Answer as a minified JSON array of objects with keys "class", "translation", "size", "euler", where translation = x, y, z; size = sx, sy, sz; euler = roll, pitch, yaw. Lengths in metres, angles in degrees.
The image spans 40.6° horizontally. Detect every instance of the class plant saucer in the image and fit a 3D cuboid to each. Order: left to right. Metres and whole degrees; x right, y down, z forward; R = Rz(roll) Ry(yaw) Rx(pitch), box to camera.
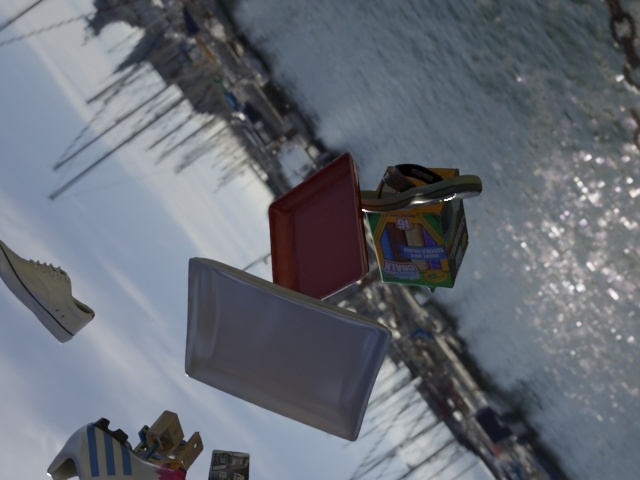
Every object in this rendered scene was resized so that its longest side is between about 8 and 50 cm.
[{"class":"plant saucer","translation":[0.000,0.000,1.647],"size":[0.048,0.259,0.258],"euler":[15,-122,-36]}]

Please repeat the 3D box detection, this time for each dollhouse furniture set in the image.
[{"class":"dollhouse furniture set","translation":[-0.393,0.485,2.163],"size":[0.129,0.129,0.183],"euler":[11,130,27]}]

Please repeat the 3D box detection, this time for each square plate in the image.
[{"class":"square plate","translation":[-0.067,0.186,1.491],"size":[0.347,0.049,0.344],"euler":[20,138,8]}]

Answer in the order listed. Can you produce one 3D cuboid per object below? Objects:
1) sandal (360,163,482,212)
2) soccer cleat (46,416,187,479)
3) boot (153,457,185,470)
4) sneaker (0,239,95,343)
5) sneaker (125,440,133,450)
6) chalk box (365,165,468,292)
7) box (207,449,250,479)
[{"class":"sandal","translation":[0.180,-0.106,1.624],"size":[0.303,0.120,0.086],"euler":[-9,90,50]},{"class":"soccer cleat","translation":[-0.312,0.419,1.424],"size":[0.331,0.143,0.116],"euler":[21,141,34]},{"class":"boot","translation":[-0.316,0.598,1.694],"size":[0.104,0.295,0.211],"euler":[12,-154,-26]},{"class":"sneaker","translation":[-0.502,0.075,1.555],"size":[0.094,0.091,0.258],"euler":[40,164,46]},{"class":"sneaker","translation":[-0.402,0.443,1.642],"size":[0.054,0.061,0.152],"euler":[35,-141,-21]},{"class":"chalk box","translation":[0.238,-0.008,2.038],"size":[0.180,0.179,0.289],"euler":[-62,-32,-43]},{"class":"box","translation":[-0.179,0.557,1.526],"size":[0.307,0.077,0.242],"euler":[-100,19,-71]}]
